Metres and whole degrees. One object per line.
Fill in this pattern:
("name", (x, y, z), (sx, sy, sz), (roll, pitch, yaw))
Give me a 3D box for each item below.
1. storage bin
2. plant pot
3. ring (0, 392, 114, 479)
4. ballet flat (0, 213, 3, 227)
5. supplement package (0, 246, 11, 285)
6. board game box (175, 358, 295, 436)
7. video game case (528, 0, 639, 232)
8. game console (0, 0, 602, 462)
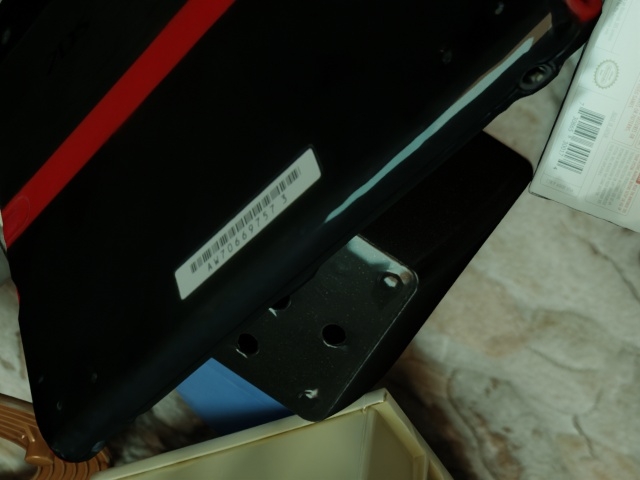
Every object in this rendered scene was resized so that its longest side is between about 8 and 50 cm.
("storage bin", (-0.009, 0.268, 0.805), (0.262, 0.123, 0.260), (-20, 124, 25))
("plant pot", (0.000, 0.000, 0.689), (0.187, 0.167, 0.188), (34, 118, 1))
("ring", (-0.331, 0.177, 0.839), (0.336, 0.032, 0.337), (0, 150, 0))
("ballet flat", (-0.187, -0.012, 0.802), (0.213, 0.068, 0.072), (28, 119, 5))
("supplement package", (-0.429, 0.018, 0.834), (0.293, 0.177, 0.175), (-15, 108, 23))
("board game box", (-0.042, 0.106, 0.815), (0.133, 0.033, 0.169), (33, 143, 7))
("video game case", (0.259, -0.096, 0.629), (0.210, 0.042, 0.232), (21, 118, 9))
("game console", (-0.060, -0.111, 0.602), (0.386, 0.060, 0.342), (-41, 53, 29))
